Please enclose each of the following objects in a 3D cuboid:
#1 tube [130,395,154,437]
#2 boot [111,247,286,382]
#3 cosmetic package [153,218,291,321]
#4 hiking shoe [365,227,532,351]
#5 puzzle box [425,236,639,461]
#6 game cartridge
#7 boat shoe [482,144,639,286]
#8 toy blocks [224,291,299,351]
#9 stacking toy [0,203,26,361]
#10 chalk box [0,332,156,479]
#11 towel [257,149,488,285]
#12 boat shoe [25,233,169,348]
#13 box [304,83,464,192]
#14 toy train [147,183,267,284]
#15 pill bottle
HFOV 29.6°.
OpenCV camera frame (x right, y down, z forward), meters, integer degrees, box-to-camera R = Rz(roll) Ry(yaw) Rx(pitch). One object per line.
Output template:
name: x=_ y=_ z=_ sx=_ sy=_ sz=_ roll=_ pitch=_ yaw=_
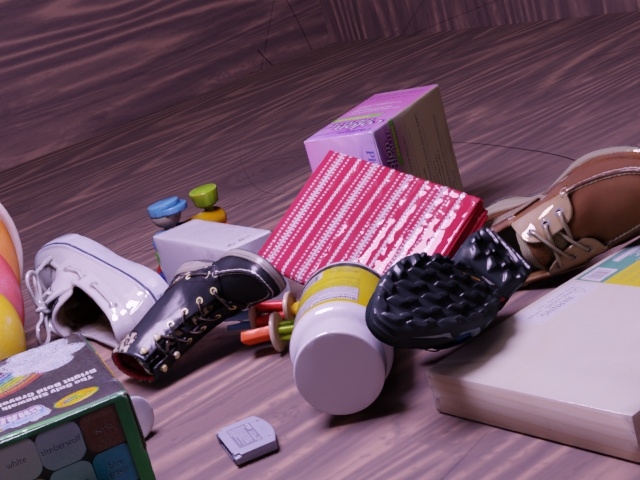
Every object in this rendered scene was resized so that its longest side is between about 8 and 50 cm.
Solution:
tube: x=-0.283 y=0.215 z=1.471 sx=0.207 sy=0.052 sz=0.080 roll=-7 pitch=11 yaw=46
boot: x=-0.159 y=0.103 z=1.560 sx=0.236 sy=0.085 sz=0.178 roll=-9 pitch=36 yaw=53
cosmetic package: x=-0.148 y=0.041 z=1.786 sx=0.085 sy=0.117 sz=0.231 roll=-25 pitch=20 yaw=-29
hiking shoe: x=0.135 y=0.083 z=1.338 sx=0.113 sy=0.132 sz=0.304 roll=43 pitch=29 yaw=20
puzzle box: x=0.347 y=0.090 z=1.268 sx=0.409 sy=0.052 sz=0.272 roll=-27 pitch=18 yaw=-32
game cartridge: x=-0.078 y=0.216 z=1.316 sx=0.056 sy=0.017 sz=0.083 roll=-24 pitch=18 yaw=-14
boat shoe: x=0.293 y=-0.008 z=1.479 sx=0.324 sy=0.122 sz=0.120 roll=-31 pitch=14 yaw=51
toy blocks: x=-0.067 y=0.109 z=1.589 sx=0.148 sy=0.054 sz=0.123 roll=-11 pitch=17 yaw=17
stacking toy: x=-0.500 y=0.132 z=1.612 sx=0.351 sy=0.350 sz=0.480 roll=-23 pitch=34 yaw=-24
chalk box: x=-0.257 y=0.231 z=1.155 sx=0.180 sy=0.179 sz=0.289 roll=-20 pitch=18 yaw=-17
towel: x=0.064 y=-0.006 z=1.582 sx=0.275 sy=0.031 sz=0.199 roll=22 pitch=71 yaw=39
boat shoe: x=-0.371 y=0.096 z=1.819 sx=0.156 sy=0.136 sz=0.367 roll=-30 pitch=31 yaw=-31
box: x=0.105 y=-0.093 z=1.810 sx=0.117 sy=0.213 sz=0.243 roll=-6 pitch=20 yaw=31
toy train: x=-0.171 y=-0.031 z=1.989 sx=0.105 sy=0.143 sz=0.248 roll=2 pitch=24 yaw=46
pill bottle: x=0.026 y=0.110 z=1.382 sx=0.119 sy=0.119 sz=0.208 roll=-14 pitch=17 yaw=8
